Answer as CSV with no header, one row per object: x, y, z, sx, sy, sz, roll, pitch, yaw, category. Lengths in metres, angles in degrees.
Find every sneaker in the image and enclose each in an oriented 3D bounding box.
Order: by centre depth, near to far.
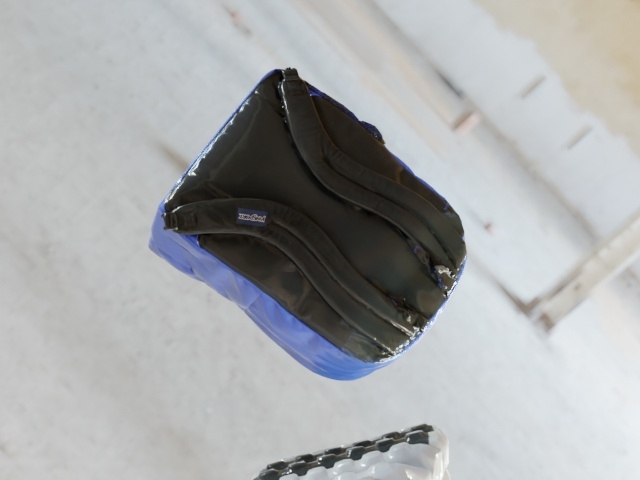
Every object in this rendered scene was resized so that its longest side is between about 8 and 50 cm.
0.022,0.164,0.704,0.292,0.110,0.118,-50,124,-83,sneaker

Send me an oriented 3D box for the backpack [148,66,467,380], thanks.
0.000,0.000,0.643,0.120,0.098,0.101,36,-16,2,backpack
